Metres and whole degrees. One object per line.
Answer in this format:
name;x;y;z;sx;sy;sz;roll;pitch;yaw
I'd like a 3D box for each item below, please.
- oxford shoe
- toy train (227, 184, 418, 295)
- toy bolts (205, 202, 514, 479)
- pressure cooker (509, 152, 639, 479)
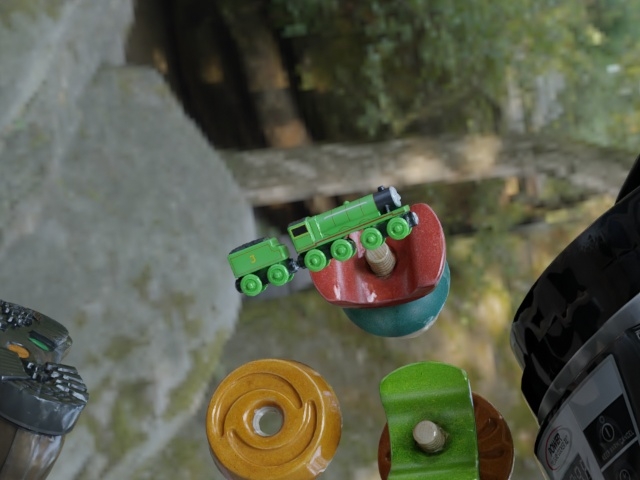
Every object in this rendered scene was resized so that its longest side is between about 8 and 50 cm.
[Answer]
oxford shoe;-0.211;0.098;1.042;0.227;0.082;0.096;-125;-124;-70
toy train;0.000;0.000;0.669;0.017;0.083;0.024;-26;94;-79
toy bolts;0.035;0.101;1.208;0.158;0.218;0.229;55;32;-68
pressure cooker;0.331;0.098;1.056;0.375;0.370;0.420;18;40;-57
